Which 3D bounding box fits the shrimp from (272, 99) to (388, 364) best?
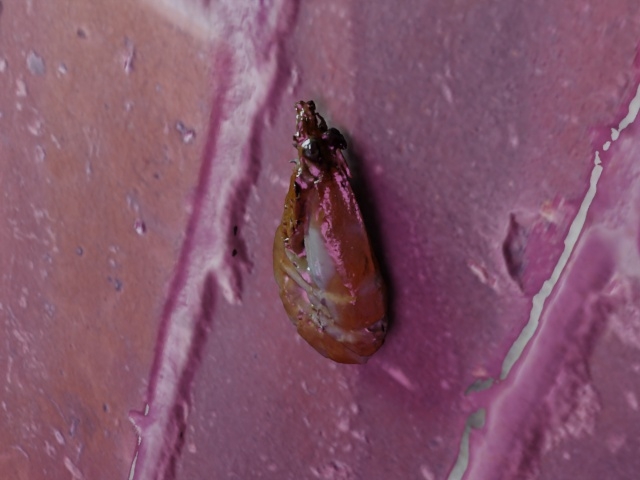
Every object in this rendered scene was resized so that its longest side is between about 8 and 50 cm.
[{"bbox_3d":[0.000,0.000,0.828,0.091,0.043,0.184,16,123,36],"label":"shrimp"}]
